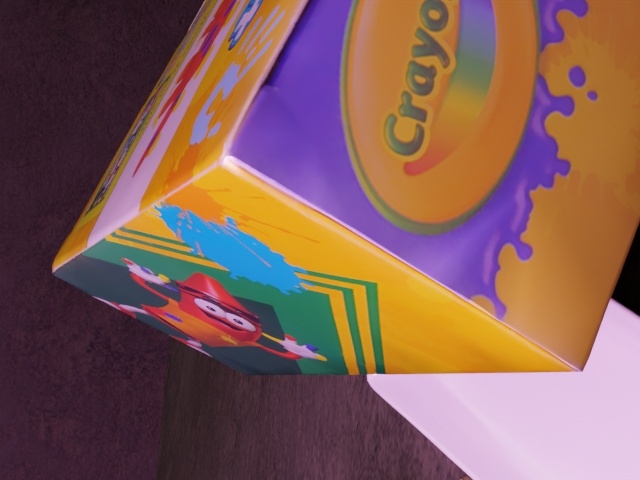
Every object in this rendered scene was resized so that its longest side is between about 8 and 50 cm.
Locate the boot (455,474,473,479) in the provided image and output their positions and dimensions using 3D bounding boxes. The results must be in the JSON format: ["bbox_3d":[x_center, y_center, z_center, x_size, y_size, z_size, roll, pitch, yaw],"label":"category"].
[{"bbox_3d":[0.033,0.241,0.741,0.077,0.165,0.213,-98,21,-46],"label":"boot"}]

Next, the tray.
[{"bbox_3d":[0.130,0.087,0.556,0.270,0.030,0.145,38,121,44],"label":"tray"}]

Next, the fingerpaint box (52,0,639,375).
[{"bbox_3d":[0.054,-0.153,0.563,0.445,0.163,0.371,-64,17,-18],"label":"fingerpaint box"}]
